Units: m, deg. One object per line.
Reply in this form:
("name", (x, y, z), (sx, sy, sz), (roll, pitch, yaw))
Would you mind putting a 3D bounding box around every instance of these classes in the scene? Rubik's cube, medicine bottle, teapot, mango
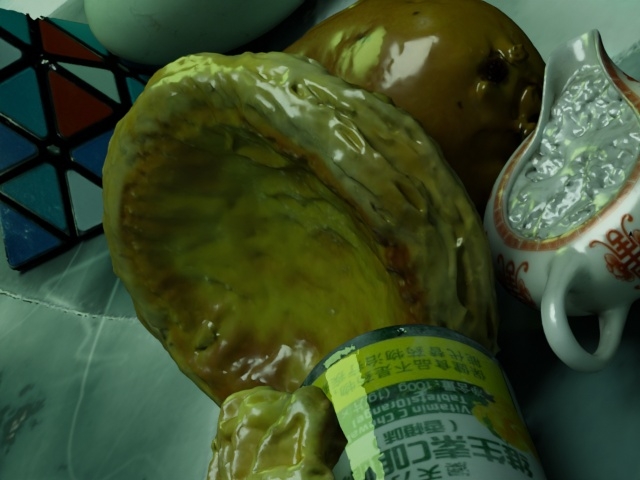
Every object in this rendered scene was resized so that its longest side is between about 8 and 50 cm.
("Rubik's cube", (-0.167, -0.138, 1.783), (0.250, 0.284, 0.234), (4, 31, 26))
("medicine bottle", (0.068, 0.181, 1.017), (0.141, 0.141, 0.293), (-39, 31, 16))
("teapot", (0.172, -0.016, 1.147), (0.159, 0.116, 0.245), (-18, 38, 24))
("mango", (0.051, -0.088, 1.351), (0.287, 0.152, 0.201), (-14, 66, 54))

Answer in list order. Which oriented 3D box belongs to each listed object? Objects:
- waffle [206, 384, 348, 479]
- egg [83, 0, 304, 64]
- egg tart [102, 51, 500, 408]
("waffle", (-0.027, 0.233, 0.976), (0.329, 0.062, 0.329), (-179, 90, -79))
("egg", (-0.104, -0.266, 1.729), (0.264, 0.183, 0.183), (-36, 31, 11))
("egg tart", (0.000, 0.000, 1.226), (0.319, 0.319, 0.128), (-13, 18, 46))
